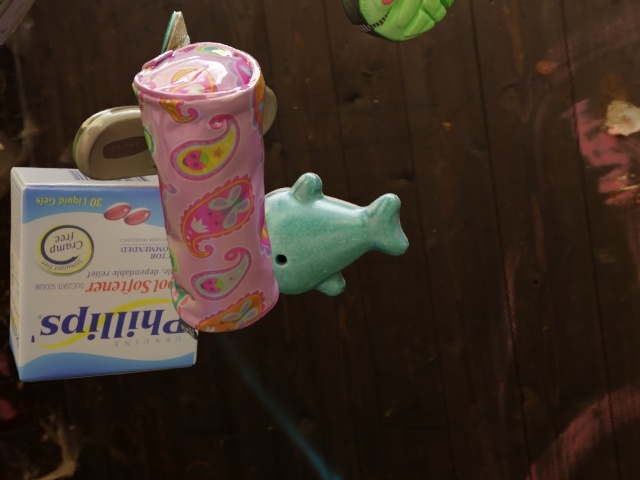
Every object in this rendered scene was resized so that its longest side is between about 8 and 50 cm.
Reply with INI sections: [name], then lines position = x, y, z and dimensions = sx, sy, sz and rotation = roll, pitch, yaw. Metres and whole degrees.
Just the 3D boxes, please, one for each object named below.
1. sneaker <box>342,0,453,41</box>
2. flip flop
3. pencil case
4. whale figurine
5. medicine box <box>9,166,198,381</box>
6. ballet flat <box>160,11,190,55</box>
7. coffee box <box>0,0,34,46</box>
[sneaker]
position = 0.070, -0.436, 1.038
dimensions = 0.202, 0.185, 0.483
rotation = -13, -129, 22
[flip flop]
position = -0.160, -0.126, 0.922
dimensions = 0.080, 0.277, 0.112
rotation = 32, -53, 36
[pencil case]
position = -0.106, -0.041, 0.738
dimensions = 0.124, 0.124, 0.284
rotation = 28, -44, 31
[whale figurine]
position = 0.000, 0.000, 1.231
dimensions = 0.272, 0.141, 0.216
rotation = -7, -72, 15
[medicine box]
position = -0.324, 0.044, 1.153
dimensions = 0.149, 0.263, 0.289
rotation = 30, -62, 59
[ballet flat]
position = -0.280, -0.335, 1.446
dimensions = 0.073, 0.067, 0.206
rotation = 159, -51, -69
[coffee box]
position = -0.311, -0.227, 0.608
dimensions = 0.098, 0.141, 0.246
rotation = -56, -161, -1
